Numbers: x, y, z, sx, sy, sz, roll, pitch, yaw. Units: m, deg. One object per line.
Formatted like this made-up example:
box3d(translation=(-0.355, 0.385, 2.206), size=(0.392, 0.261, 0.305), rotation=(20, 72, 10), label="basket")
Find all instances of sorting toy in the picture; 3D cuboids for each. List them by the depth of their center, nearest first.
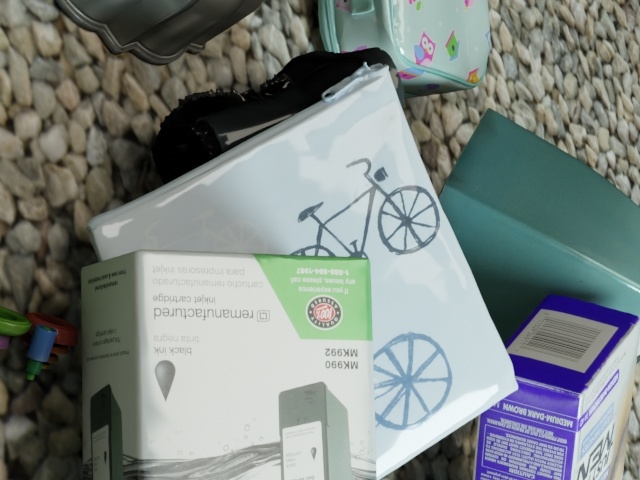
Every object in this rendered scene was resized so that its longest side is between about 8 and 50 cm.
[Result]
box3d(translation=(-0.230, 0.079, 1.454), size=(0.102, 0.061, 0.042), rotation=(13, 99, -45), label="sorting toy")

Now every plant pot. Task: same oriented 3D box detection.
box3d(translation=(0.227, 0.013, 1.942), size=(0.234, 0.165, 0.166), rotation=(26, 40, 6), label="plant pot")

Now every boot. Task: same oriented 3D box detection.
box3d(translation=(-0.062, -0.104, 1.718), size=(0.207, 0.246, 0.094), rotation=(-21, 96, -23), label="boot")

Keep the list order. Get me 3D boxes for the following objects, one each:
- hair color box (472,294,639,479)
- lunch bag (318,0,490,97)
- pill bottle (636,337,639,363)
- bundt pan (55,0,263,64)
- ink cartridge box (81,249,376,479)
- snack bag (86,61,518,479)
box3d(translation=(0.224, 0.248, 1.854), size=(0.185, 0.110, 0.339), rotation=(-40, 139, -55), label="hair color box")
box3d(translation=(0.082, -0.299, 2.011), size=(0.224, 0.107, 0.279), rotation=(6, 78, -55), label="lunch bag")
box3d(translation=(0.290, 0.105, 2.129), size=(0.245, 0.130, 0.130), rotation=(-14, 87, -57), label="pill bottle")
box3d(translation=(-0.142, -0.332, 1.705), size=(0.331, 0.124, 0.331), rotation=(29, 53, -47), label="bundt pan")
box3d(translation=(-0.070, 0.159, 1.478), size=(0.211, 0.121, 0.289), rotation=(2, 82, -29), label="ink cartridge box")
box3d(translation=(-0.015, 0.063, 1.616), size=(0.323, 0.037, 0.343), rotation=(-30, 108, -21), label="snack bag")
